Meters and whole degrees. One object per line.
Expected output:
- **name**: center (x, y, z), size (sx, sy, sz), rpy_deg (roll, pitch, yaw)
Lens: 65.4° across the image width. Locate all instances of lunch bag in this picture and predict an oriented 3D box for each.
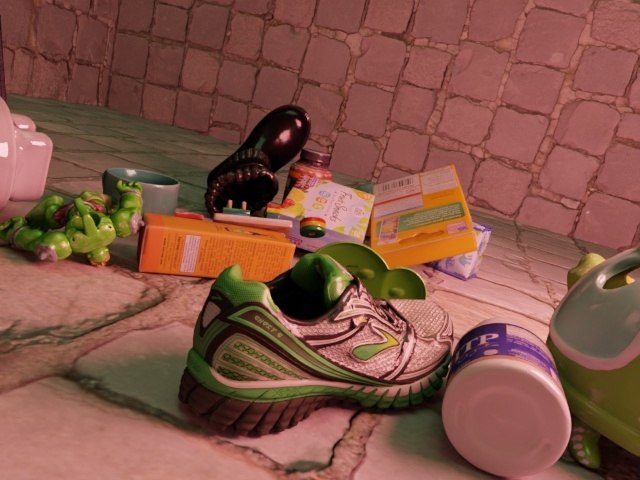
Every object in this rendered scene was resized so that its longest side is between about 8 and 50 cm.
- **lunch bag**: center (0.306, 0.008, 1.179), size (0.151, 0.129, 0.096), rpy_deg (24, 16, 32)

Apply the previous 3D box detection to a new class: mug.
- **mug**: center (-0.338, -0.075, 0.930), size (0.129, 0.097, 0.158), rpy_deg (6, 15, -27)

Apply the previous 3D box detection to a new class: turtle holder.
- **turtle holder**: center (0.401, 0.125, 0.589), size (0.243, 0.228, 0.320), rpy_deg (20, 15, 27)

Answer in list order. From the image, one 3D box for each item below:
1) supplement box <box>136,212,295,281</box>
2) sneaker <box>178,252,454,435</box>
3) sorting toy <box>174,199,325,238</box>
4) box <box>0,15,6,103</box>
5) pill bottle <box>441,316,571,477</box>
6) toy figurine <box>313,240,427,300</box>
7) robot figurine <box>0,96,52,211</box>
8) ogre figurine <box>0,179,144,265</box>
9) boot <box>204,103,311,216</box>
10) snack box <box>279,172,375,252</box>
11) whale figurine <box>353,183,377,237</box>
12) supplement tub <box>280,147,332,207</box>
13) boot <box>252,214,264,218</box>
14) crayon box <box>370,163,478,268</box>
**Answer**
- **supplement box**: center (-0.163, 0.015, 0.788), size (0.233, 0.080, 0.078), rpy_deg (6, 16, -24)
- **sneaker**: center (0.033, 0.093, 0.522), size (0.343, 0.146, 0.134), rpy_deg (2, 18, -42)
- **sorting toy**: center (-0.135, -0.028, 0.893), size (0.274, 0.046, 0.132), rpy_deg (5, -20, -12)
- **box**: center (-0.632, -0.328, 0.682), size (0.293, 0.212, 0.395), rpy_deg (-5, -4, -24)
- **pill bottle**: center (0.193, 0.148, 0.530), size (0.112, 0.112, 0.186), rpy_deg (18, 13, 16)
- **toy figurine**: center (0.060, 0.062, 0.740), size (0.173, 0.130, 0.159), rpy_deg (2, 4, 4)
- **robot figurine**: center (-0.572, -0.127, 0.681), size (0.300, 0.200, 0.353), rpy_deg (33, 22, 34)
- **ogre figurine**: center (-0.340, -0.025, 0.711), size (0.197, 0.097, 0.118), rpy_deg (-5, 31, -39)
- **boot**: center (-0.139, -0.194, 1.219), size (0.131, 0.348, 0.260), rpy_deg (45, 0, -18)
- **snack box**: center (0.013, -0.051, 1.029), size (0.174, 0.070, 0.207), rpy_deg (18, 33, 4)
- **whale figurine**: center (0.139, -0.094, 1.393), size (0.216, 0.141, 0.272), rpy_deg (13, 13, -4)
- **supplement tub**: center (-0.033, -0.116, 1.185), size (0.106, 0.198, 0.106), rpy_deg (14, 14, -4)
- **boot**: center (-0.117, -0.032, 1.105), size (0.114, 0.037, 0.106), rpy_deg (23, 3, 22)
- **crayon box**: center (0.215, -0.043, 1.082), size (0.203, 0.083, 0.323), rpy_deg (-14, 28, 15)
